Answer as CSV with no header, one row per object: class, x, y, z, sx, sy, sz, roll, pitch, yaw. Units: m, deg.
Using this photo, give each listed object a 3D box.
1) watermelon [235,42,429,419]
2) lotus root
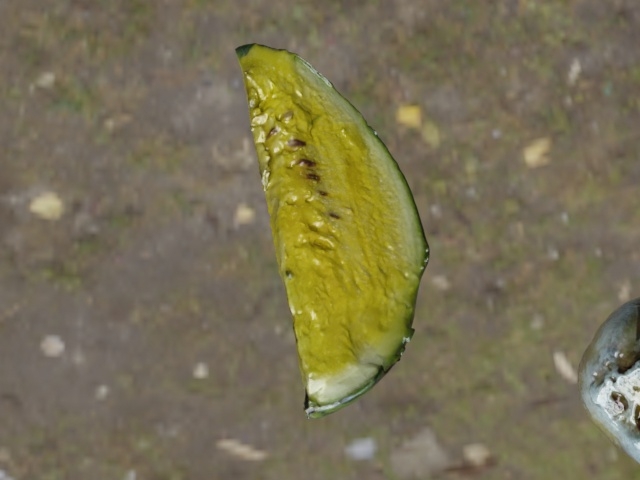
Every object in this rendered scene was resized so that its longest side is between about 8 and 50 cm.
watermelon,0.000,0.000,1.433,0.123,0.301,0.129,-30,148,35
lotus root,0.326,0.095,1.484,0.158,0.140,0.322,-8,-176,42
